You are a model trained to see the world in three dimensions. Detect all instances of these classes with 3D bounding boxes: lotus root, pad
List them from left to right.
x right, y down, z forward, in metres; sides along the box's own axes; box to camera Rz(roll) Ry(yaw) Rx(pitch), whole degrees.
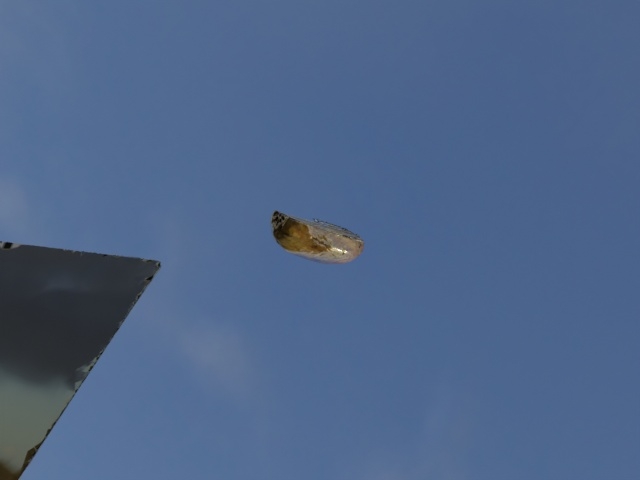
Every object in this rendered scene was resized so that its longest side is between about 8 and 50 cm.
[{"bbox_3d":[-0.217,0.097,0.840,0.163,0.243,0.004,6,-38,37],"label":"pad"},{"bbox_3d":[-0.001,0.002,1.025,0.037,0.083,0.030,31,-76,51],"label":"lotus root"}]
